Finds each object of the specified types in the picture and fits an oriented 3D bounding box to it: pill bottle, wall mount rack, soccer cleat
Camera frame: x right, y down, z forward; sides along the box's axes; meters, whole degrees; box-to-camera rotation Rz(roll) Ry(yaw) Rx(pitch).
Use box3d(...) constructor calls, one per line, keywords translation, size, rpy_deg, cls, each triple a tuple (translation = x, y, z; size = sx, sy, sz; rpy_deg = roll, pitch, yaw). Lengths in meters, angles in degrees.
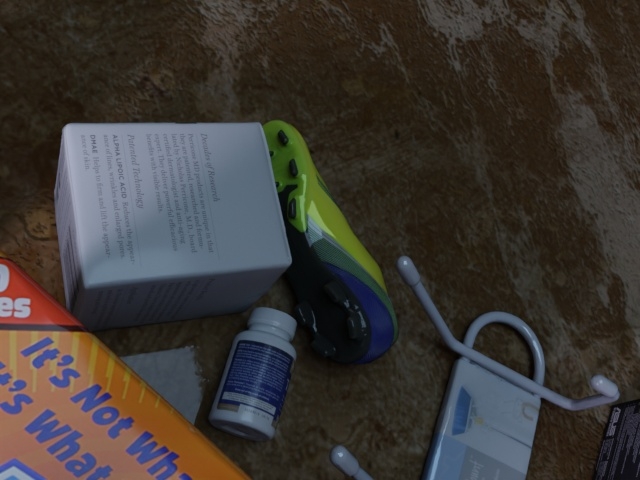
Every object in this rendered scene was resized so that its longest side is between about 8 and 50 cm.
box3d(translation=(-0.062, 0.131, 0.727), size=(0.067, 0.067, 0.120), rpy_deg=(23, 62, -13), cls="pill bottle")
box3d(translation=(0.154, 0.192, 0.758), size=(0.304, 0.130, 0.350), rpy_deg=(28, 60, -10), cls="wall mount rack")
box3d(translation=(-0.001, 0.001, 0.812), size=(0.121, 0.093, 0.289), rpy_deg=(2, 60, -55), cls="soccer cleat")

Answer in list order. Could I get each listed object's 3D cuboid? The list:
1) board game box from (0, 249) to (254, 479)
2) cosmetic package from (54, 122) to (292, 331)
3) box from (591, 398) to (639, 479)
box3d(translation=(-0.207, 0.285, 0.432), size=(0.356, 0.356, 0.356), rpy_deg=(43, 60, -2), cls="board game box")
box3d(translation=(-0.148, -0.012, 0.700), size=(0.183, 0.151, 0.152), rpy_deg=(-5, 71, -26), cls="cosmetic package")
box3d(translation=(0.371, 0.294, 0.745), size=(0.076, 0.242, 0.308), rpy_deg=(34, 59, -7), cls="box")
